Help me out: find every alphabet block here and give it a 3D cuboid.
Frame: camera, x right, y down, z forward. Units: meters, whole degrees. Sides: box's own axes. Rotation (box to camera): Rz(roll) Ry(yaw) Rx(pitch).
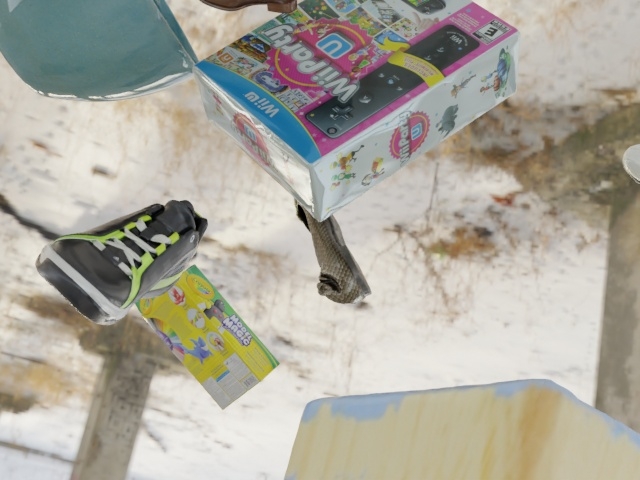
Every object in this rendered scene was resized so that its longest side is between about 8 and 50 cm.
[{"bbox_3d":[0.090,0.204,0.488,0.193,0.197,0.192,30,151,-29],"label":"alphabet block"}]

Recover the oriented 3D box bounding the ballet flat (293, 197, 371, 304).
[{"bbox_3d":[0.000,0.000,1.153,0.058,0.250,0.084,-30,129,4],"label":"ballet flat"}]

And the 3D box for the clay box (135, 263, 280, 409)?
[{"bbox_3d":[-0.174,0.133,1.348,0.222,0.053,0.127,50,135,2],"label":"clay box"}]

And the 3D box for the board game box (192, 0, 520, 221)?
[{"bbox_3d":[0.043,-0.188,1.058,0.224,0.303,0.097,43,158,32],"label":"board game box"}]

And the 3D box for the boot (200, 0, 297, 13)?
[{"bbox_3d":[-0.071,-0.277,0.880,0.106,0.037,0.114,4,140,3],"label":"boot"}]

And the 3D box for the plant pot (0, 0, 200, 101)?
[{"bbox_3d":[-0.307,-0.289,1.159,0.195,0.290,0.290,-31,151,2],"label":"plant pot"}]

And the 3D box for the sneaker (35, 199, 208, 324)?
[{"bbox_3d":[-0.158,0.000,0.782,0.084,0.097,0.235,42,-169,1],"label":"sneaker"}]

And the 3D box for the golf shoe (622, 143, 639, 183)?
[{"bbox_3d":[0.499,-0.094,1.237,0.186,0.067,0.086,24,174,27],"label":"golf shoe"}]
